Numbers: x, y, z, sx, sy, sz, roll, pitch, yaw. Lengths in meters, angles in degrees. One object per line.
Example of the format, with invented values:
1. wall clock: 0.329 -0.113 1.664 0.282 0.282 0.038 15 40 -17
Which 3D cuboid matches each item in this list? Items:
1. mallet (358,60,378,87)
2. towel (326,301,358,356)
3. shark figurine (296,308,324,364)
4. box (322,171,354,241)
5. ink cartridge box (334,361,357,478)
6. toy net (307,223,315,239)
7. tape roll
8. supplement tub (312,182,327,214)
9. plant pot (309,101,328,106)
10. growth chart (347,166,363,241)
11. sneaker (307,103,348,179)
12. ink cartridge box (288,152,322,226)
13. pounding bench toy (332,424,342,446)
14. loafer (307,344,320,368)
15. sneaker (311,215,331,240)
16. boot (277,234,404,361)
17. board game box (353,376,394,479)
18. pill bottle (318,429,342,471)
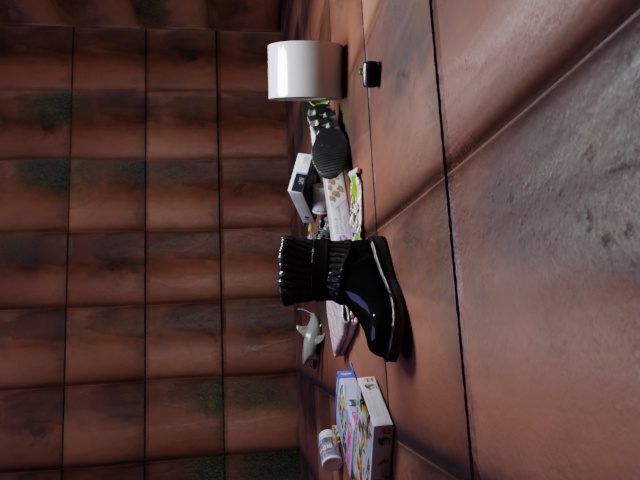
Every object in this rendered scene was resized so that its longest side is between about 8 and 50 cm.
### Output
1. mallet: 0.116 -0.415 1.426 0.190 0.039 0.062 -106 13 -78
2. towel: 0.061 0.180 1.860 0.317 0.053 0.332 102 165 -61
3. shark figurine: -0.058 0.383 2.479 0.278 0.116 0.166 -87 24 -46
4. box: 0.056 -0.100 1.796 0.067 0.063 0.324 97 169 -54
5. ink cartridge box: 0.090 0.530 1.693 0.311 0.065 0.186 -105 16 -66
6. toy net: -0.023 0.039 2.477 0.122 0.045 0.232 101 164 -50
7. tape roll: -0.048 -0.542 1.813 0.246 0.246 0.169 -126 35 -76
8. supplement tub: 0.003 -0.158 2.139 0.071 0.071 0.107 -108 17 -64
9. plant pot: -0.003 -0.557 2.122 0.079 0.083 0.083 -82 -3 -56
10. growth chart: 0.101 -0.098 1.632 0.172 0.021 0.237 133 135 -80
11. sneaker: 0.031 -0.291 1.825 0.146 0.122 0.331 78 -175 -48
12. ink cartridge box: -0.047 -0.186 2.200 0.333 0.065 0.165 68 -147 -67
13. pounding bench toy: 0.070 0.636 1.874 0.065 0.052 0.083 -173 82 -82
14. loafer: -0.023 0.517 2.564 0.061 0.062 0.170 39 136 25
15. sneaker: 0.000 0.000 1.936 0.228 0.087 0.130 -58 -9 -35
16. boot: 0.036 0.126 1.262 0.348 0.260 0.131 -99 11 -47
17. board game box: 0.129 0.529 1.421 0.193 0.053 0.305 -111 21 -68
18. pill bottle: 0.034 0.770 2.066 0.137 0.078 0.078 -107 17 -61
